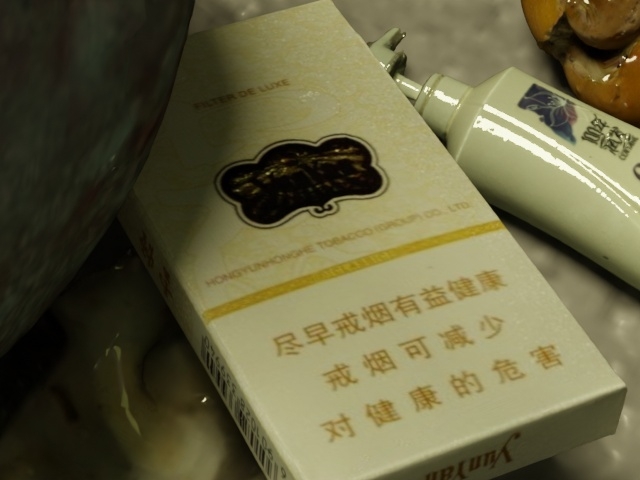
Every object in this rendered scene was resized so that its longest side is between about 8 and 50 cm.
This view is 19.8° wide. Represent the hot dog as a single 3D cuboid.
[{"bbox_3d":[0.121,-0.099,0.582,0.140,0.060,0.090,-38,75,-26],"label":"hot dog"}]

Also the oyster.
[{"bbox_3d":[-0.079,0.108,0.447,0.128,0.078,0.345,36,57,15],"label":"oyster"}]

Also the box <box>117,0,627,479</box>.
[{"bbox_3d":[0.000,0.000,0.494,0.090,0.024,0.167,-17,49,-21],"label":"box"}]

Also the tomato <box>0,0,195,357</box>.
[{"bbox_3d":[-0.173,-0.093,0.410,0.282,0.317,0.317,9,60,20],"label":"tomato"}]

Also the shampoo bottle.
[{"bbox_3d":[0.072,-0.021,0.552,0.141,0.034,0.049,28,69,12],"label":"shampoo bottle"}]
